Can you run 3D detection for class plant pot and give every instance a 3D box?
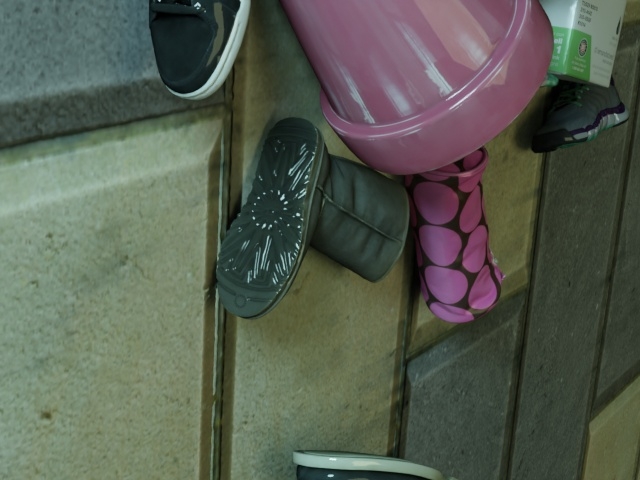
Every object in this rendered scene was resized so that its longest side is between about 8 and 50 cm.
[{"bbox_3d":[0.060,-0.184,0.929,0.180,0.201,0.201,46,63,-37],"label":"plant pot"}]

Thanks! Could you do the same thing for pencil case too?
[{"bbox_3d":[0.144,-0.018,1.211,0.098,0.095,0.209,-21,130,-11],"label":"pencil case"}]

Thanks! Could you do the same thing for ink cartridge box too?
[{"bbox_3d":[0.290,-0.298,1.318,0.160,0.093,0.219,-3,106,-58],"label":"ink cartridge box"}]

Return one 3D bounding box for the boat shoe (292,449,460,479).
[{"bbox_3d":[0.061,0.282,1.172,0.340,0.127,0.113,42,55,-66],"label":"boat shoe"}]

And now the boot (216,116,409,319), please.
[{"bbox_3d":[0.002,0.002,1.024,0.189,0.076,0.208,-67,155,-8],"label":"boot"}]

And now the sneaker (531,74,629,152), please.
[{"bbox_3d":[0.318,-0.174,1.456,0.224,0.083,0.098,-26,101,-54],"label":"sneaker"}]

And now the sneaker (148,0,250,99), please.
[{"bbox_3d":[-0.106,-0.209,0.754,0.121,0.079,0.216,10,86,-55],"label":"sneaker"}]

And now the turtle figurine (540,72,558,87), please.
[{"bbox_3d":[0.207,-0.283,1.181,0.175,0.118,0.234,-106,-164,-66],"label":"turtle figurine"}]
